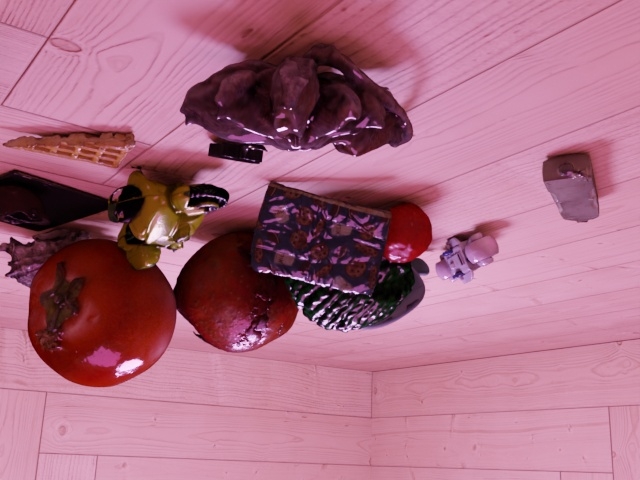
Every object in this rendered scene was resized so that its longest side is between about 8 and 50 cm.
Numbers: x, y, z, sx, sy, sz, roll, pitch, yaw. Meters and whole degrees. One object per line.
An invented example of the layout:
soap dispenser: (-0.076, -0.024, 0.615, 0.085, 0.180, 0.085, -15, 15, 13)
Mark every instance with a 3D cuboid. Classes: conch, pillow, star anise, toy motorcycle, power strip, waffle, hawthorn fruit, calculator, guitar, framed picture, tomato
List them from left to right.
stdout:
framed picture: (-0.618, -0.077, 1.663, 0.324, 0.013, 0.244, -11, 159, 39)
conch: (-0.593, 0.048, 1.856, 0.313, 0.186, 0.240, 22, 140, -24)
waffle: (-0.414, -0.163, 1.296, 0.191, 0.032, 0.125, 9, 164, -27)
tomato: (-0.464, 0.162, 1.707, 0.321, 0.321, 0.321, 2, 164, 1)
toy motorcycle: (-0.317, -0.041, 1.521, 0.206, 0.142, 0.342, 10, 160, -23)
hawthorn fruit: (-0.190, 0.120, 1.815, 0.316, 0.316, 0.316, 2, 164, 1)
guitar: (-0.118, -0.139, 1.234, 0.088, 0.025, 0.233, 8, -178, -18)
star anise: (-0.022, -0.184, 1.054, 0.316, 0.139, 0.359, 10, 179, 1)
pillow: (-0.002, 0.001, 1.520, 0.255, 0.189, 0.034, 13, -157, 0)
calculator: (0.142, 0.105, 1.852, 0.299, 0.185, 0.041, -29, 154, -33)
toy motorcycle: (0.345, 0.037, 1.818, 0.112, 0.112, 0.254, 6, 164, -13)
power strip: (0.461, -0.088, 1.425, 0.080, 0.048, 0.286, -3, 163, 24)

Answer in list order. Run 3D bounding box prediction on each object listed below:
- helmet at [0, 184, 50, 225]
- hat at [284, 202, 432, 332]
helmet: (-0.587, -0.071, 1.532, 0.123, 0.070, 0.098, 7, 171, -43)
hat: (0.099, 0.026, 1.645, 0.274, 0.242, 0.332, -14, 154, -42)
